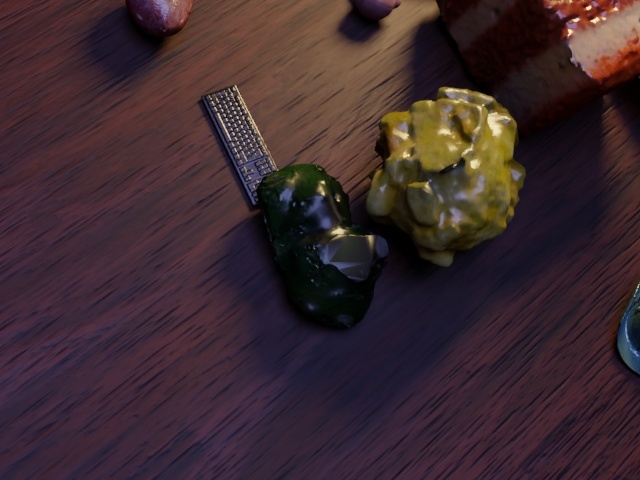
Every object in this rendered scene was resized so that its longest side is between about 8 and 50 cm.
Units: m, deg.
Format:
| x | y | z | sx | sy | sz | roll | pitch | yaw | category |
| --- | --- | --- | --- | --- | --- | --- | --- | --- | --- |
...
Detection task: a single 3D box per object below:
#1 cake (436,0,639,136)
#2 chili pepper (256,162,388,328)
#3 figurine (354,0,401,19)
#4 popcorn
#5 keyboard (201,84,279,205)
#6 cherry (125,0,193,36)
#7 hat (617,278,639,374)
| x | y | z | sx | sy | sz | roll | pitch | yaw | category |
| --- | --- | --- | --- | --- | --- | --- | --- | --- | --- |
| 0.396 | -0.375 | 1.590 | 0.270 | 0.269 | 0.319 | -25 | 85 | -22 | cake |
| 0.005 | 0.001 | 1.427 | 0.148 | 0.116 | 0.264 | -8 | 74 | -37 | chili pepper |
| 0.097 | -0.411 | 1.638 | 0.083 | 0.071 | 0.067 | 7 | 110 | -4 | figurine |
| 0.193 | -0.102 | 1.467 | 0.252 | 0.215 | 0.286 | 23 | 53 | -5 | popcorn |
| -0.119 | -0.153 | 1.514 | 0.067 | 0.011 | 0.202 | -22 | 77 | -21 | keyboard |
| -0.263 | -0.418 | 1.539 | 0.107 | 0.090 | 0.225 | -9 | 63 | -6 | cherry |
| 0.558 | 0.128 | 1.549 | 0.138 | 0.078 | 0.191 | 25 | 66 | -2 | hat |
